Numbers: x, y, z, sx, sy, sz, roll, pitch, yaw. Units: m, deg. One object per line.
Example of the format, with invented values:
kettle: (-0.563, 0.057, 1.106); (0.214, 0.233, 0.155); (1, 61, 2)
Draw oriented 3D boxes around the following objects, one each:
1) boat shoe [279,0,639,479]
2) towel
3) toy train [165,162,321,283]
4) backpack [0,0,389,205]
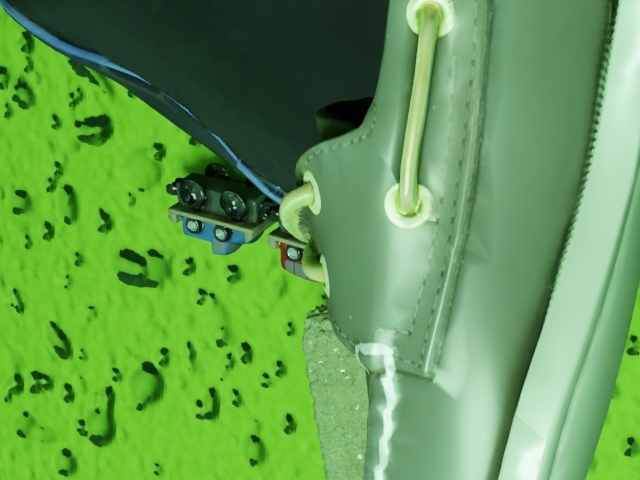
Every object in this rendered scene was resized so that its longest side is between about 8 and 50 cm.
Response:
boat shoe: (0.043, -0.027, 0.457); (0.091, 0.109, 0.305); (15, 106, 13)
towel: (0.048, 0.095, 0.744); (0.110, 0.027, 0.148); (0, 112, 35)
toy train: (0.000, 0.000, 0.760); (0.158, 0.027, 0.036); (16, 124, 30)
backpack: (0.039, -0.150, 0.576); (0.277, 0.213, 0.263); (32, 125, 8)
